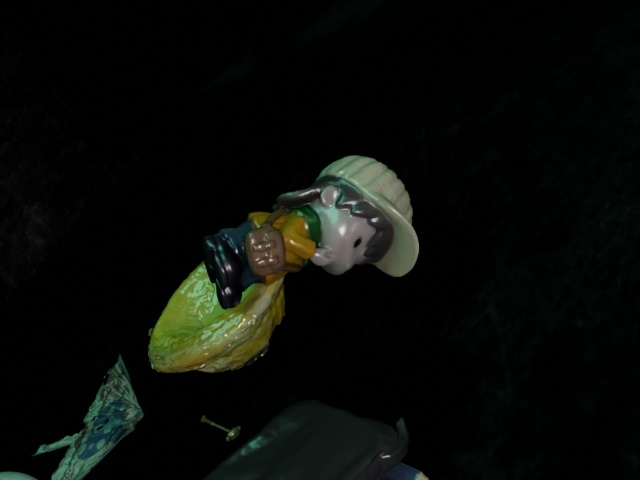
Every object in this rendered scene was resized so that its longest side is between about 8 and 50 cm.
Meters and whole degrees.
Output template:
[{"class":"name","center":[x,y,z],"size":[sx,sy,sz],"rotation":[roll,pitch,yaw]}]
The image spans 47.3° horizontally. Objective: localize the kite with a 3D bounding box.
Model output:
[{"class":"kite","center":[-0.448,0.373,1.411],"size":[0.368,0.014,0.406],"rotation":[-24,31,35]}]

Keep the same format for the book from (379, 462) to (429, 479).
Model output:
[{"class":"book","center":[-0.014,0.319,0.860],"size":[0.191,0.025,0.269],"rotation":[-53,27,-21]}]

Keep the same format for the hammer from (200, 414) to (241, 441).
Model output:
[{"class":"hammer","center":[-0.158,0.288,1.133],"size":[0.029,0.014,0.123],"rotation":[-44,21,-25]}]

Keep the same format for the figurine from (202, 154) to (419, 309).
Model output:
[{"class":"figurine","center":[-0.017,-0.022,1.124],"size":[0.332,0.185,0.205],"rotation":[-7,59,-10]}]

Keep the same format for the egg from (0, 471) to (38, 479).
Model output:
[{"class":"egg","center":[-0.534,0.486,1.155],"size":[0.264,0.183,0.183],"rotation":[-48,25,2]}]

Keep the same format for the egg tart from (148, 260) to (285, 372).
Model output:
[{"class":"egg tart","center":[-0.158,0.125,1.267],"size":[0.315,0.120,0.315],"rotation":[-31,28,18]}]

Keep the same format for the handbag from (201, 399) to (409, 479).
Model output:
[{"class":"handbag","center":[-0.058,0.290,0.791],"size":[0.332,0.075,0.191],"rotation":[-37,24,-32]}]
